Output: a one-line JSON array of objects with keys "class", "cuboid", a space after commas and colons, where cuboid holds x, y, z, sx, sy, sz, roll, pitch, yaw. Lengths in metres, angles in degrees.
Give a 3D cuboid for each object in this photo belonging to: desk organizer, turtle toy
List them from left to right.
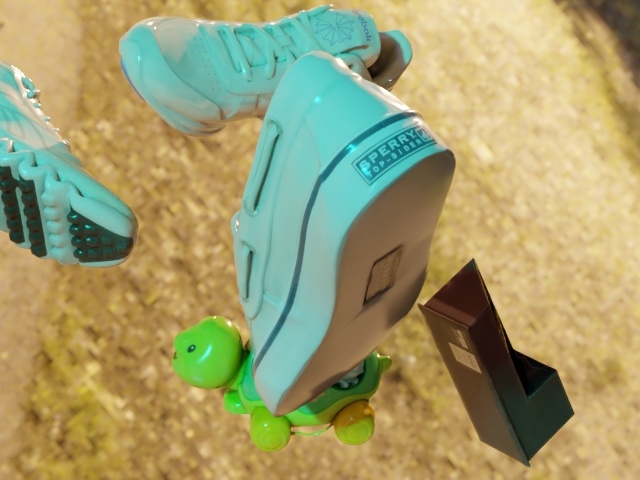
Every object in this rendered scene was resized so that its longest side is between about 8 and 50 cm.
[{"class": "turtle toy", "cuboid": [-0.022, 0.073, 0.964, 0.095, 0.130, 0.066, -99, -174, -59]}, {"class": "desk organizer", "cuboid": [0.114, 0.078, 1.037, 0.047, 0.050, 0.130, 25, -30, 47]}]

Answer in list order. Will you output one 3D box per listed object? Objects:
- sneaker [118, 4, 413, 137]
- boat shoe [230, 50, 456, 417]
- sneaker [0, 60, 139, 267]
[{"class": "sneaker", "cuboid": [-0.044, -0.163, 1.411, 0.305, 0.152, 0.114, 1, 58, -50]}, {"class": "boat shoe", "cuboid": [0.000, 0.000, 0.797, 0.095, 0.258, 0.084, -31, 70, -28]}, {"class": "sneaker", "cuboid": [-0.256, -0.083, 1.324, 0.292, 0.110, 0.118, 32, 54, 16]}]
